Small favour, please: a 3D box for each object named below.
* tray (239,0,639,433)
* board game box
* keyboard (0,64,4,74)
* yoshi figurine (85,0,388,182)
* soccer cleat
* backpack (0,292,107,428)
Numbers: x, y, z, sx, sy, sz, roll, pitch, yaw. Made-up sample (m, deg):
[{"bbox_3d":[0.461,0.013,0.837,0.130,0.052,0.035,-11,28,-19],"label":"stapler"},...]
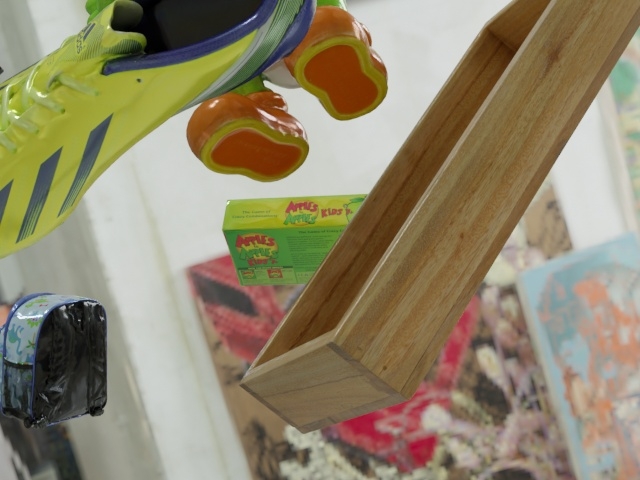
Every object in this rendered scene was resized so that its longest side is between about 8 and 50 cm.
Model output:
[{"bbox_3d":[0.105,-0.045,1.012,0.411,0.076,0.203,-56,10,-24],"label":"tray"},{"bbox_3d":[0.000,0.000,1.327,0.181,0.092,0.043,-2,49,10],"label":"board game box"},{"bbox_3d":[-0.293,-0.061,0.910,0.192,0.038,0.100,-41,48,3],"label":"keyboard"},{"bbox_3d":[-0.087,-0.239,1.029,0.203,0.362,0.203,-10,-34,-16],"label":"yoshi figurine"},{"bbox_3d":[-0.132,-0.086,0.735,0.289,0.093,0.121,-34,-13,1],"label":"soccer cleat"},{"bbox_3d":[-0.254,0.106,1.223,0.084,0.114,0.105,10,9,32],"label":"backpack"}]
